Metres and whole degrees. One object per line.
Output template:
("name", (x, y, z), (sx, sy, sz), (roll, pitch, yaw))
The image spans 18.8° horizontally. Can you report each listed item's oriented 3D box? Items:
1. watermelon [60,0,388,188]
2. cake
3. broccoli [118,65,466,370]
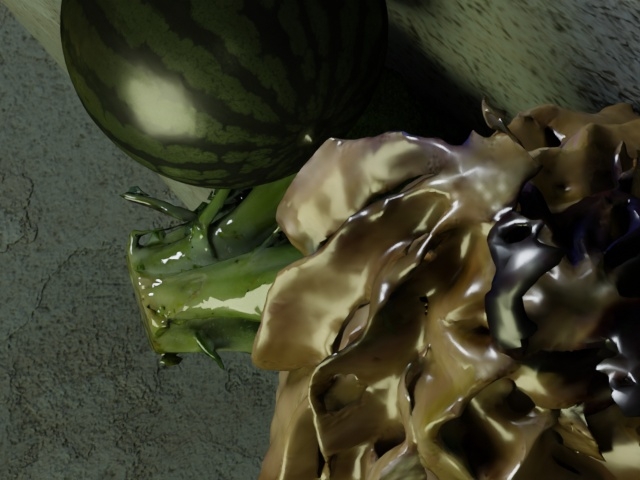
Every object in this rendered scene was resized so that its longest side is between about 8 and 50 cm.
("watermelon", (-0.059, -0.134, 1.224), (0.212, 0.212, 0.212), (42, 172, 7))
("cake", (0.124, 0.079, 1.033), (0.332, 0.332, 0.321), (39, 175, 27))
("broccoli", (0.000, 0.000, 1.420), (0.321, 0.284, 0.303), (92, 162, -69))
